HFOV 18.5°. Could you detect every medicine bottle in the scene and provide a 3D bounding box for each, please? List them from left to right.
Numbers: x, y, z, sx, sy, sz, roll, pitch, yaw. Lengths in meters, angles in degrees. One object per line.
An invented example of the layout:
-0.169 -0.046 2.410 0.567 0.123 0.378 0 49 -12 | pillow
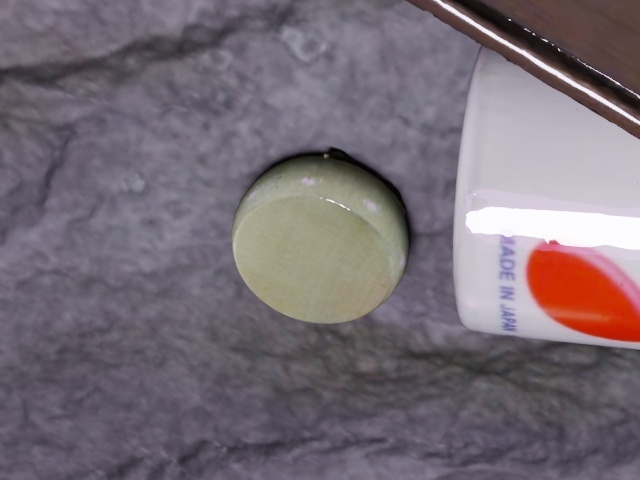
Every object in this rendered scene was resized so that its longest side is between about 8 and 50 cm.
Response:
0.230 -0.010 0.785 0.341 0.130 0.130 5 125 11 | medicine bottle

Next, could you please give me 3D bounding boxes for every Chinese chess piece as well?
0.000 0.000 0.914 0.084 0.034 0.084 8 128 10 | Chinese chess piece

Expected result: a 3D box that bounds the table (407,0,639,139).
0.116 -0.218 0.609 0.251 0.196 0.282 32 130 0 | table
